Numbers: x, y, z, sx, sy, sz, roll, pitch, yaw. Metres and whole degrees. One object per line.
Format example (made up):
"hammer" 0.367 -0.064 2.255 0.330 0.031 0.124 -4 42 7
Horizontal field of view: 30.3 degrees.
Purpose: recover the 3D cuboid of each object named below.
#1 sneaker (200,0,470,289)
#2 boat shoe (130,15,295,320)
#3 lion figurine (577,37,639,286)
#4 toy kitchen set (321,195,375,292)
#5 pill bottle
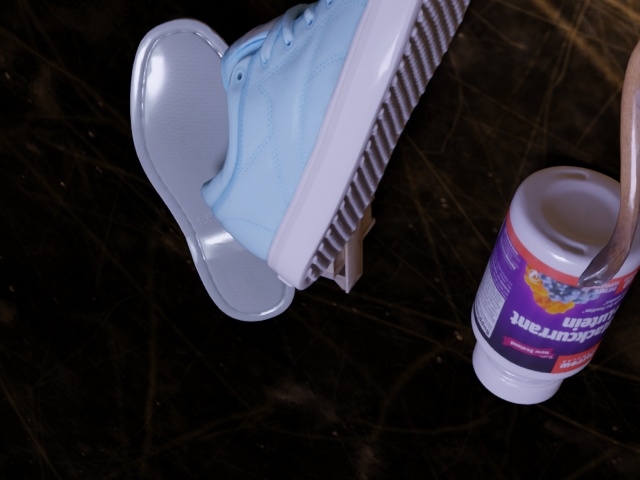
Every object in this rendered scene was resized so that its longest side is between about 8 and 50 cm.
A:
"sneaker" -0.004 -0.130 0.869 0.150 0.135 0.366 33 123 10
"boat shoe" -0.093 -0.068 1.044 0.114 0.091 0.303 -9 124 2
"lion figurine" 0.299 -0.096 0.651 0.392 0.142 0.240 -11 108 30
"toy kitchen set" 0.000 0.000 1.051 0.075 0.083 0.068 17 135 22
"pill bottle" 0.182 0.044 0.945 0.108 0.108 0.194 26 138 13
